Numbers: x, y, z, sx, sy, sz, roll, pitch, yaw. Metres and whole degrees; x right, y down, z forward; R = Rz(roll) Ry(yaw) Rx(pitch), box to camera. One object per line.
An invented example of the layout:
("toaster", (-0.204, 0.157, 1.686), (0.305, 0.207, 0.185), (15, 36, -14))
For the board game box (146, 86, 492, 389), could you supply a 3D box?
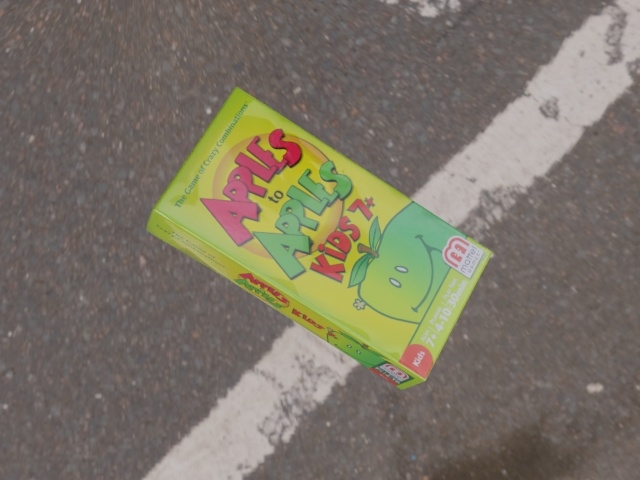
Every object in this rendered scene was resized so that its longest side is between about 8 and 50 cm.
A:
("board game box", (0.000, 0.000, 0.618), (0.181, 0.043, 0.092), (33, 70, -5))
